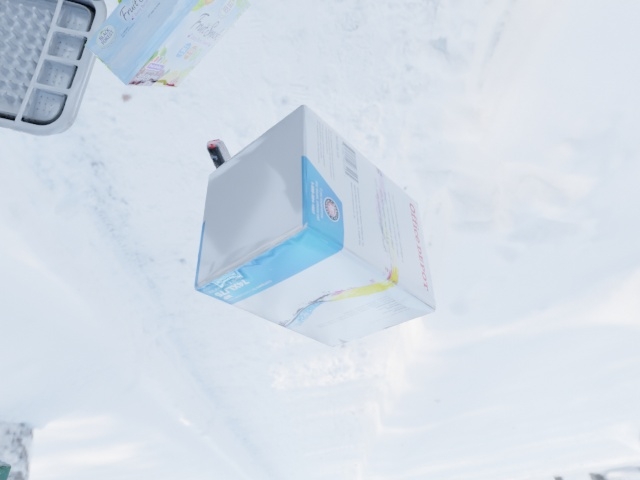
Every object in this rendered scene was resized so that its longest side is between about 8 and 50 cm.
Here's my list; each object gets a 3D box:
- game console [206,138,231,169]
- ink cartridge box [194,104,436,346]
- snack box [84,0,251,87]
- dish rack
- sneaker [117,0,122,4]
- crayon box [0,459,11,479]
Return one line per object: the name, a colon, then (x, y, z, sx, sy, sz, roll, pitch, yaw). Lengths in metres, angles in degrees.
game console: (-0.248, -0.115, 1.459, 0.060, 0.342, 0.386, -23, 107, -2)
ink cartridge box: (0.000, 0.000, 0.683, 0.197, 0.198, 0.270, -28, 137, 32)
snack box: (-0.185, -0.286, 0.634, 0.174, 0.207, 0.070, -43, 103, 11)
dish rack: (-0.561, -0.334, 0.869, 0.333, 0.285, 0.072, 13, 171, -1)
sneaker: (-0.312, -0.548, 0.844, 0.145, 0.147, 0.384, 14, 140, 12)
crayon box: (-0.750, 0.584, 0.952, 0.203, 0.323, 0.083, 4, 164, 30)
